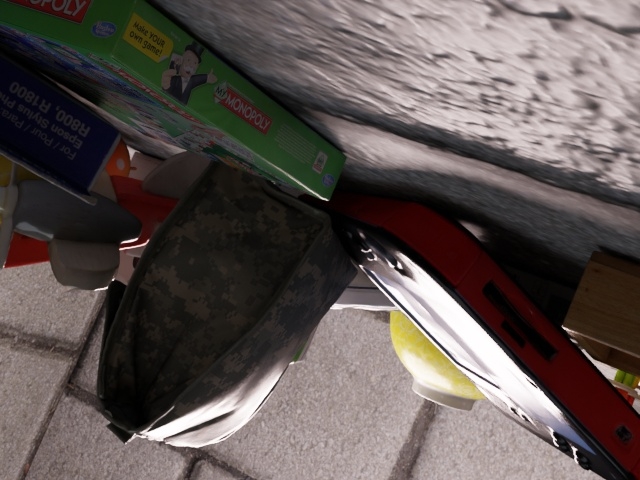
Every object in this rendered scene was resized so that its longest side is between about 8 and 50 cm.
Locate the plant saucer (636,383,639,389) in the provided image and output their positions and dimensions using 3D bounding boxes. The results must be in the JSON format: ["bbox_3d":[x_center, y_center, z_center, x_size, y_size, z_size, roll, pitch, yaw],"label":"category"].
[{"bbox_3d":[0.561,0.242,1.790,0.168,0.029,0.168,22,175,2],"label":"plant saucer"}]

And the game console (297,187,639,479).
[{"bbox_3d":[0.154,0.096,1.149,0.386,0.060,0.342,46,169,-18],"label":"game console"}]

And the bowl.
[{"bbox_3d":[0.246,0.217,2.027,0.290,0.156,0.289,18,-177,-1],"label":"bowl"}]

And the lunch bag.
[{"bbox_3d":[-0.110,0.082,1.154,0.169,0.287,0.235,33,173,15],"label":"lunch bag"}]

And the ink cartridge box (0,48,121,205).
[{"bbox_3d":[-0.322,-0.157,0.912,0.324,0.071,0.330,32,178,-21],"label":"ink cartridge box"}]

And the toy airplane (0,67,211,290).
[{"bbox_3d":[-0.303,-0.071,1.292,0.386,0.272,0.384,11,-152,28],"label":"toy airplane"}]

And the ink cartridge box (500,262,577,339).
[{"bbox_3d":[0.274,0.083,1.249,0.189,0.066,0.232,20,-177,34],"label":"ink cartridge box"}]

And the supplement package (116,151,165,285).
[{"bbox_3d":[-0.223,-0.004,1.730,0.194,0.203,0.149,18,174,43],"label":"supplement package"}]

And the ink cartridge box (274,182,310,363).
[{"bbox_3d":[-0.040,0.051,1.466,0.115,0.198,0.273,23,175,3],"label":"ink cartridge box"}]

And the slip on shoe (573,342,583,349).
[{"bbox_3d":[0.283,0.103,1.429,0.041,0.051,0.135,24,-176,-44],"label":"slip on shoe"}]

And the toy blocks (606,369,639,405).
[{"bbox_3d":[0.418,0.229,1.573,0.054,0.148,0.123,21,175,25],"label":"toy blocks"}]

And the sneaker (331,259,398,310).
[{"bbox_3d":[0.086,0.056,1.650,0.258,0.091,0.094,3,172,-4],"label":"sneaker"}]

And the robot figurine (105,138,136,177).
[{"bbox_3d":[-0.366,-0.120,1.590,0.219,0.128,0.158,23,173,-20],"label":"robot figurine"}]

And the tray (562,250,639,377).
[{"bbox_3d":[0.410,0.126,0.880,0.411,0.076,0.203,20,174,24],"label":"tray"}]

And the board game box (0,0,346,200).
[{"bbox_3d":[-0.137,-0.124,0.868,0.214,0.046,0.317,20,175,29],"label":"board game box"}]
